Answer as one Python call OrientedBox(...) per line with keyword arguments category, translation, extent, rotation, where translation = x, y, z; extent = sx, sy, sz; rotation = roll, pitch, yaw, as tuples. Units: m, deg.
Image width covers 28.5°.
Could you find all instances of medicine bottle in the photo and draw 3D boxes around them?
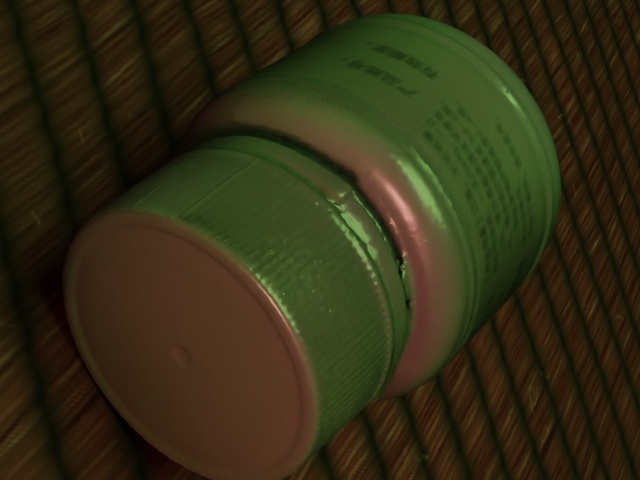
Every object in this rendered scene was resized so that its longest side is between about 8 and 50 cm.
OrientedBox(category="medicine bottle", translation=(0.000, 0.000, 0.857), extent=(0.302, 0.241, 0.241), rotation=(-39, 103, -44))
